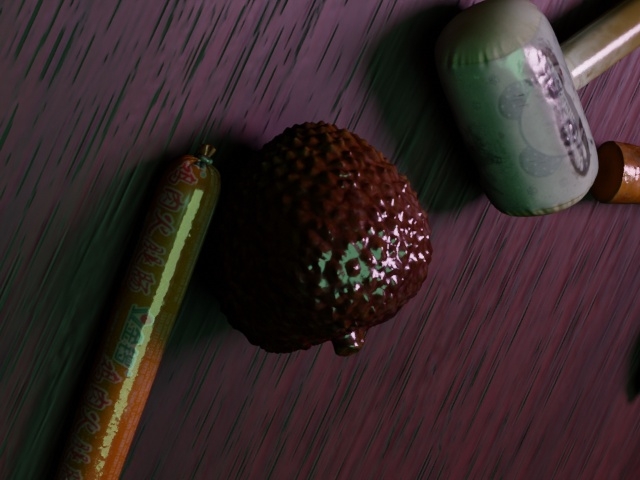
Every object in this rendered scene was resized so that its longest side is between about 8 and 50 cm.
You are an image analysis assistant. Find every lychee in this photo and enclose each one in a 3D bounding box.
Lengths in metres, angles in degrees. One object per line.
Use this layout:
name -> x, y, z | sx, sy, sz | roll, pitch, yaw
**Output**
lychee -> 0.000, 0.006, 1.470 | 0.194, 0.194, 0.194 | -11, 110, -31

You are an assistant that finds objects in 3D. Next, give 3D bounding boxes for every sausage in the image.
sausage -> -0.152, 0.084, 1.468 | 0.053, 0.053, 0.348 | 18, 94, -36

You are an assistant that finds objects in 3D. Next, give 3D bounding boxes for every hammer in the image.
hammer -> 0.243, -0.172, 1.630 | 0.305, 0.113, 0.202 | -39, 125, -24

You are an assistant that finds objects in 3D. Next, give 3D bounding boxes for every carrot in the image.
carrot -> 0.362, -0.058, 1.744 | 0.210, 0.061, 0.061 | 4, 102, -25
